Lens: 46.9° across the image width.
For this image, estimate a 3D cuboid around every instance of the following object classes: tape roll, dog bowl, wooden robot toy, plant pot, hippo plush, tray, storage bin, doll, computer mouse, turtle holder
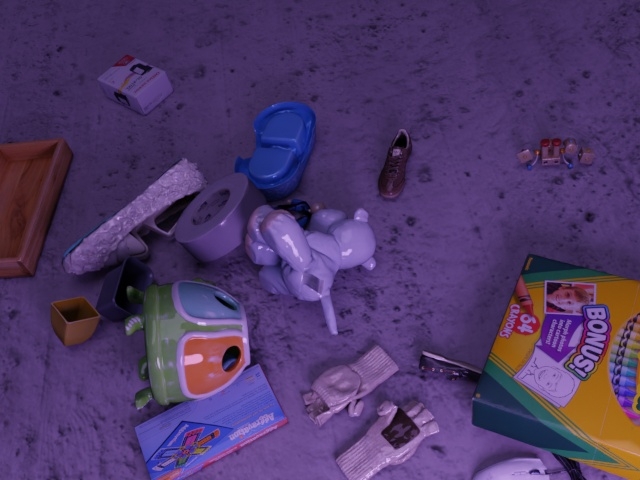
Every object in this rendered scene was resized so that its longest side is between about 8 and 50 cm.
[{"bbox_3d":[-0.232,-0.055,1.701,0.219,0.072,0.219,-30,32,21],"label":"tape roll"},{"bbox_3d":[-0.105,-0.222,1.859,0.166,0.074,0.297,7,55,18],"label":"dog bowl"},{"bbox_3d":[0.543,-0.218,1.716,0.173,0.076,0.079,-2,42,11],"label":"wooden robot toy"},{"bbox_3d":[-0.548,0.186,1.634,0.081,0.083,0.081,-10,38,-45],"label":"plant pot"},{"bbox_3d":[0.000,0.000,1.562,0.237,0.234,0.294,-32,33,-26],"label":"hippo plush"},{"bbox_3d":[-0.796,-0.087,1.912,0.203,0.076,0.410,-4,53,9],"label":"tray"},{"bbox_3d":[-0.446,0.119,1.671,0.091,0.098,0.135,-21,46,33],"label":"storage bin"},{"bbox_3d":[-0.080,-0.056,1.743,0.189,0.046,0.129,-9,42,-2],"label":"doll"},{"bbox_3d":[0.362,0.412,1.287,0.193,0.042,0.106,-14,52,2],"label":"computer mouse"},{"bbox_3d":[-0.265,0.198,1.499,0.228,0.320,0.243,-7,88,-9],"label":"turtle holder"}]

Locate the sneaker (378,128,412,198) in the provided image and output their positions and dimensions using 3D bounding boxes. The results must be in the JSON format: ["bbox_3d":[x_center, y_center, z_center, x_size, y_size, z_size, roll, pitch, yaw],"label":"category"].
[{"bbox_3d":[0.175,-0.188,1.770,0.066,0.071,0.188,6,54,16],"label":"sneaker"}]

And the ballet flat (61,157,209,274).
[{"bbox_3d":[-0.423,-0.039,1.761,0.147,0.147,0.409,33,67,31],"label":"ballet flat"}]

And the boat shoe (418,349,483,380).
[{"bbox_3d":[0.258,0.251,1.437,0.133,0.049,0.042,15,90,12],"label":"boat shoe"}]

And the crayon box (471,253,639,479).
[{"bbox_3d":[0.484,0.217,1.351,0.313,0.106,0.363,14,52,23],"label":"crayon box"}]

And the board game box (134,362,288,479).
[{"bbox_3d":[-0.218,0.366,1.463,0.281,0.027,0.145,-26,50,-8],"label":"board game box"}]

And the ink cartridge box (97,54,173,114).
[{"bbox_3d":[-0.533,-0.452,2.131,0.175,0.072,0.127,27,63,29],"label":"ink cartridge box"}]

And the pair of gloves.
[{"bbox_3d":[0.089,0.326,1.416,0.204,0.042,0.240,-28,52,-9],"label":"pair of gloves"}]
